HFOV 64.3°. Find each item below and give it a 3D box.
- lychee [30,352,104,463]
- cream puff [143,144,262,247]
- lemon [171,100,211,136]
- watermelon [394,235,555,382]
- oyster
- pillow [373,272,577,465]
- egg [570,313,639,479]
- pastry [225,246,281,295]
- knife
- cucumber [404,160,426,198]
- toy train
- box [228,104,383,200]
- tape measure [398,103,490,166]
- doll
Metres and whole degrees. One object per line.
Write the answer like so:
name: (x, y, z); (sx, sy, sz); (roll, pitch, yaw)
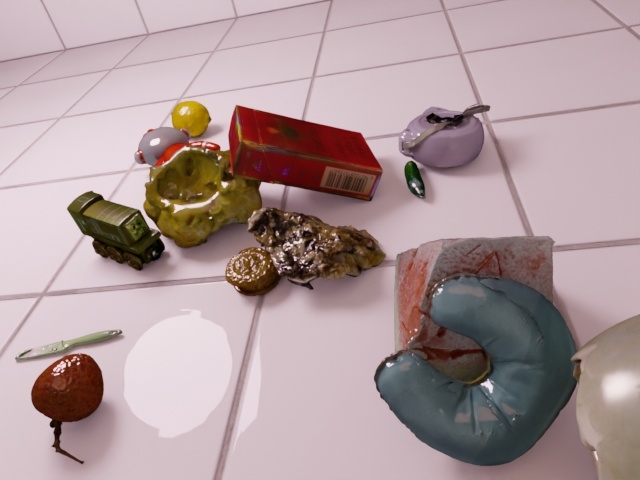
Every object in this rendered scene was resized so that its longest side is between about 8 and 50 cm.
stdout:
lychee: (-0.389, 0.242, 0.779); (0.114, 0.101, 0.140); (0, 43, 25)
cream puff: (-0.263, -0.116, 1.126); (0.281, 0.185, 0.282); (-8, 36, 5)
lemon: (-0.392, -0.369, 1.546); (0.133, 0.109, 0.109); (9, 42, 14)
watermelon: (0.206, 0.057, 0.748); (0.212, 0.201, 0.262); (-1, 35, 1)
oyster: (0.000, 0.000, 0.960); (0.222, 0.083, 0.214); (-17, 42, -35)
pillow: (0.200, 0.157, 0.630); (0.214, 0.086, 0.233); (33, 92, 4)
egg: (0.411, 0.189, 0.452); (0.335, 0.278, 0.278); (-4, 38, 21)
pastry: (-0.125, 0.060, 0.967); (0.109, 0.057, 0.097); (-31, 46, -17)
knife: (-0.464, 0.193, 0.938); (0.207, 0.014, 0.030); (-13, 37, 3)
cucumber: (0.206, -0.136, 1.122); (0.037, 0.037, 0.155); (-10, 37, 5)
toy train: (-0.436, -0.021, 1.097); (0.225, 0.137, 0.090); (14, 46, 32)
box: (-0.040, -0.193, 1.125); (0.313, 0.089, 0.197); (9, 34, -19)
tape measure: (0.287, -0.247, 1.171); (0.178, 0.105, 0.196); (15, 38, 27)
doll: (-0.398, -0.230, 1.387); (0.199, 0.105, 0.336); (-38, 51, -25)
